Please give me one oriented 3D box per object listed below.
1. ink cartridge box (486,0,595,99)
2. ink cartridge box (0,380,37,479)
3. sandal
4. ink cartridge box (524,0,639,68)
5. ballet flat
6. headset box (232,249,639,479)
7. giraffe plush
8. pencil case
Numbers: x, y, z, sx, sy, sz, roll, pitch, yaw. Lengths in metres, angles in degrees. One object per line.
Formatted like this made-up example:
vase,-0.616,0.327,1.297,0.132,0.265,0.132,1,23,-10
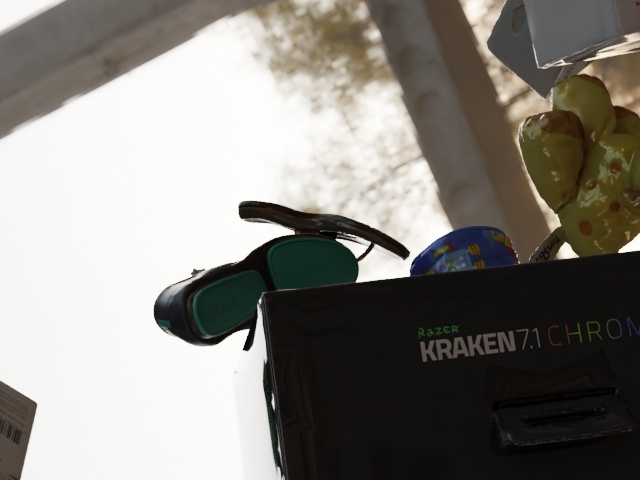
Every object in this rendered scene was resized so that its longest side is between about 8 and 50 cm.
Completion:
ink cartridge box,0.275,-0.253,1.444,0.087,0.208,0.153,46,153,13
ink cartridge box,-0.472,0.266,1.807,0.198,0.115,0.273,36,-156,-20
sandal,0.000,0.000,1.722,0.090,0.219,0.060,33,-109,-73
ink cartridge box,0.264,-0.279,1.231,0.168,0.171,0.233,167,90,-76
ballet flat,-0.056,0.039,1.199,0.203,0.074,0.074,-18,-97,-47
headset box,0.089,0.095,0.749,0.283,0.246,0.131,117,146,-75
giraffe plush,0.289,-0.063,1.323,0.181,0.170,0.210,43,-130,-25
pencil case,0.203,0.131,1.597,0.133,0.119,0.306,3,-129,-35
